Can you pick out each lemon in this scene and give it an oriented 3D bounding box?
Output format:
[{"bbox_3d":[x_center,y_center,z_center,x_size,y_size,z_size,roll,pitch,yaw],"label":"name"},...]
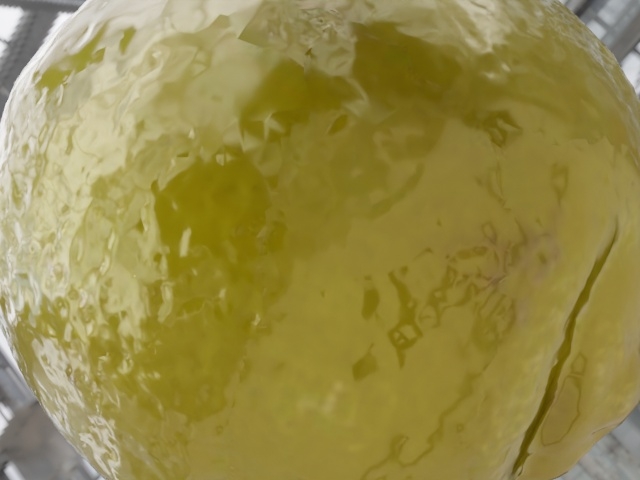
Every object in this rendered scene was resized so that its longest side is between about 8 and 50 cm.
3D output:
[{"bbox_3d":[0.000,0.000,0.573,0.348,0.348,0.348,-35,-22,-17],"label":"lemon"}]
